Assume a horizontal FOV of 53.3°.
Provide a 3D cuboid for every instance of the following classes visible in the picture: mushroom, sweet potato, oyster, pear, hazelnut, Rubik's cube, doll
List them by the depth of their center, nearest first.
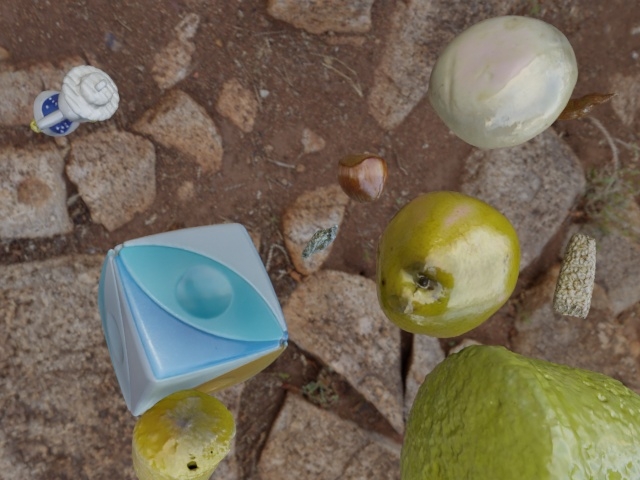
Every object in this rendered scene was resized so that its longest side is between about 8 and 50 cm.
[{"bbox_3d":[0.312,-0.258,1.100,0.246,0.246,0.202,-39,140,-8],"label":"mushroom"},{"bbox_3d":[0.235,0.057,1.206,0.336,0.285,0.284,-64,162,-50],"label":"pear"},{"bbox_3d":[-0.523,-0.285,1.349,0.138,0.293,0.119,-45,112,-41],"label":"doll"},{"bbox_3d":[-0.318,0.188,1.531,0.348,0.351,0.352,-13,163,-29],"label":"Rubik's cube"},{"bbox_3d":[0.651,-0.337,1.585,0.057,0.195,0.056,8,76,-34],"label":"sweet potato"},{"bbox_3d":[0.000,0.001,1.655,0.100,0.037,0.098,-26,153,-46],"label":"oyster"},{"bbox_3d":[0.119,-0.181,1.837,0.150,0.150,0.150,-22,134,-25],"label":"hazelnut"}]

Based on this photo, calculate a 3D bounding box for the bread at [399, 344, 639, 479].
[{"bbox_3d":[0.305,0.327,0.916,0.308,0.348,0.348,7,119,-21],"label":"bread"}]

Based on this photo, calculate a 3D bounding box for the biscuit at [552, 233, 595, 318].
[{"bbox_3d":[0.513,0.070,1.277,0.082,0.071,0.168,55,49,-63],"label":"biscuit"}]

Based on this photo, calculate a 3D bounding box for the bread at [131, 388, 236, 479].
[{"bbox_3d":[-0.278,0.408,1.278,0.197,0.197,0.170,-11,136,-34],"label":"bread"}]
